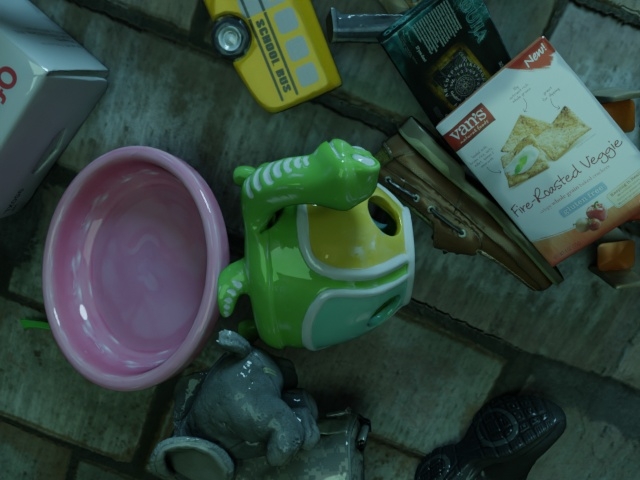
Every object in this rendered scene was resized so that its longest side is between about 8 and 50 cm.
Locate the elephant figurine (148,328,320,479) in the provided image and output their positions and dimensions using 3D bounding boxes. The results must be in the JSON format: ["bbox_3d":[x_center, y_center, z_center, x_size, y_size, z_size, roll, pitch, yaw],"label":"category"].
[{"bbox_3d":[-0.134,0.247,0.648,0.239,0.169,0.186,-32,74,10],"label":"elephant figurine"}]

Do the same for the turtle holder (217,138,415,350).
[{"bbox_3d":[0.001,-0.005,0.661,0.227,0.243,0.321,0,122,3],"label":"turtle holder"}]

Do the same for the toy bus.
[{"bbox_3d":[-0.093,-0.329,0.650,0.130,0.108,0.333,-21,104,10],"label":"toy bus"}]

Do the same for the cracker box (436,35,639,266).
[{"bbox_3d":[0.277,-0.106,0.634,0.155,0.067,0.232,-40,91,26],"label":"cracker box"}]

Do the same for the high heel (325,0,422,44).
[{"bbox_3d":[0.097,-0.377,0.647,0.186,0.093,0.262,-4,100,-11],"label":"high heel"}]

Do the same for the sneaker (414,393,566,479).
[{"bbox_3d":[0.286,0.359,0.841,0.130,0.109,0.286,37,116,-13],"label":"sneaker"}]

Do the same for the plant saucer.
[{"bbox_3d":[-0.254,0.038,0.732,0.331,0.084,0.333,-3,84,27],"label":"plant saucer"}]

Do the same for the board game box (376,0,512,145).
[{"bbox_3d":[0.171,-0.224,0.659,0.126,0.026,0.186,-35,128,14],"label":"board game box"}]

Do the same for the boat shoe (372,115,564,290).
[{"bbox_3d":[0.199,-0.032,0.725,0.307,0.111,0.104,45,110,1],"label":"boat shoe"}]

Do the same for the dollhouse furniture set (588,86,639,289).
[{"bbox_3d":[0.480,-0.075,0.663,0.258,0.135,0.262,-8,106,7],"label":"dollhouse furniture set"}]

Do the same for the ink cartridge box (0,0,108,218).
[{"bbox_3d":[-0.540,-0.244,0.686,0.395,0.166,0.285,40,106,-8],"label":"ink cartridge box"}]

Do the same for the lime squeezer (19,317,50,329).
[{"bbox_3d":[-0.347,0.109,0.846,0.310,0.059,0.110,-30,71,14],"label":"lime squeezer"}]

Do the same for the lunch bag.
[{"bbox_3d":[-0.068,0.389,0.810,0.304,0.213,0.256,-3,113,7],"label":"lunch bag"}]
